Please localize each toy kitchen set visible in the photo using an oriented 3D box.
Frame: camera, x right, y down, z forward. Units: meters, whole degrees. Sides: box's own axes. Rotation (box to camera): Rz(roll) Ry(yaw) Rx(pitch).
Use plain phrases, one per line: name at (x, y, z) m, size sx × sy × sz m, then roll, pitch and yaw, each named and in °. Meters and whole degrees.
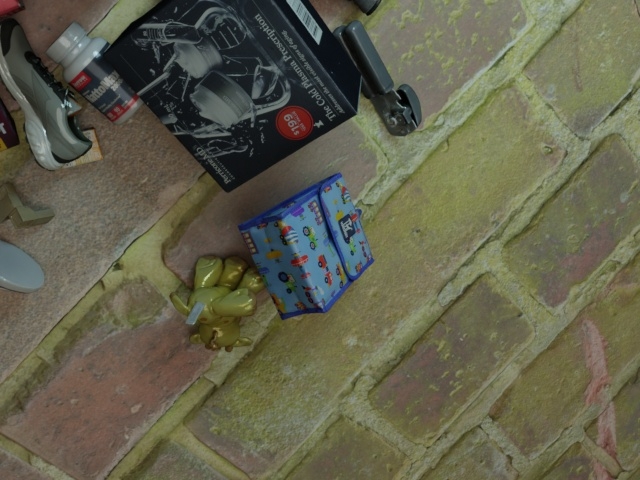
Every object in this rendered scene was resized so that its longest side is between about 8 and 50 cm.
toy kitchen set at (-0.582, -0.062, 1.371) m, size 0.068 × 0.075 × 0.083 m, roll -33°, pitch 82°, yaw 33°

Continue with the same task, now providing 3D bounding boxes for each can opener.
can opener at (0.131, -0.351, 1.522) m, size 0.095 × 0.076 × 0.283 m, roll -52°, pitch 121°, yaw -34°

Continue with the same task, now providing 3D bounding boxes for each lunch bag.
lunch bag at (0.000, 0.000, 1.513) m, size 0.293 × 0.138 × 0.221 m, roll -36°, pitch 107°, yaw -46°

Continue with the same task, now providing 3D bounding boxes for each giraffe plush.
giraffe plush at (-0.210, 0.157, 1.511) m, size 0.210 × 0.181 × 0.170 m, roll -47°, pitch 148°, yaw -35°

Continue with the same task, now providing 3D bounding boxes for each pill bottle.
pill bottle at (-0.411, -0.311, 1.303) m, size 0.108 × 0.108 × 0.180 m, roll -48°, pitch 116°, yaw 0°

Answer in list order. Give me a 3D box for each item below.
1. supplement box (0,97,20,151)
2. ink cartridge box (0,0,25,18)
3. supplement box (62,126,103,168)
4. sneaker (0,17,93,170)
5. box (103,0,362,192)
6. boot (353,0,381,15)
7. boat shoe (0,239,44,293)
supplement box at (-0.618, -0.240, 1.227) m, size 0.104 × 0.081 × 0.188 m, roll -24°, pitch 140°, yaw -11°
ink cartridge box at (-0.683, -0.430, 1.153) m, size 0.306 × 0.131 × 0.226 m, roll -28°, pitch 115°, yaw -11°
supplement box at (-0.478, -0.177, 1.362) m, size 0.098 × 0.036 × 0.062 m, roll -17°, pitch 111°, yaw -14°
sneaker at (-0.496, -0.267, 1.268) m, size 0.108 × 0.100 × 0.271 m, roll -19°, pitch 104°, yaw 6°
box at (-0.147, -0.317, 1.289) m, size 0.312 × 0.179 × 0.343 m, roll -28°, pitch 118°, yaw 25°
boot at (0.019, -0.502, 1.392) m, size 0.223 × 0.118 × 0.338 m, roll 26°, pitch 99°, yaw -26°
boat shoe at (-0.668, 0.046, 1.340) m, size 0.267 × 0.096 × 0.088 m, roll 24°, pitch 126°, yaw -31°
